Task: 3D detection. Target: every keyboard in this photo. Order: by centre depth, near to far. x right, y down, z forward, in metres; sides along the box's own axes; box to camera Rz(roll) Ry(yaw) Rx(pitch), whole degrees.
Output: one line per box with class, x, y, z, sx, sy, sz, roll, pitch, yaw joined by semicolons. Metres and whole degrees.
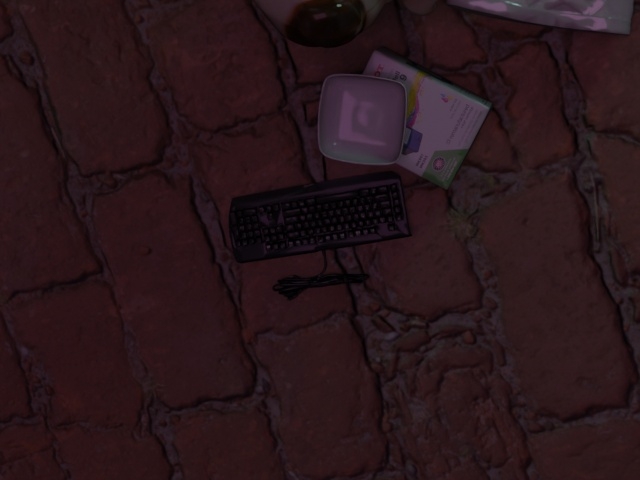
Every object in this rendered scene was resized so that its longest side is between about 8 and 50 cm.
keyboard;0.000;0.000;1.901;0.317;0.033;0.201;-9;101;14

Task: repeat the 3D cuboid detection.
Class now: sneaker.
sneaker;0.349;-0.421;1.703;0.292;0.108;0.169;7;103;-1

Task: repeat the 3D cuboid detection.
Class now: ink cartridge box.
ink cartridge box;0.153;-0.202;1.792;0.212;0.093;0.154;29;107;5

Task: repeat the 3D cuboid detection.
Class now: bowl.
bowl;0.069;-0.195;1.736;0.142;0.053;0.142;8;105;11

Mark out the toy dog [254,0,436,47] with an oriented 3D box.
toy dog;0.076;-0.454;1.572;0.284;0.395;0.408;44;100;16
